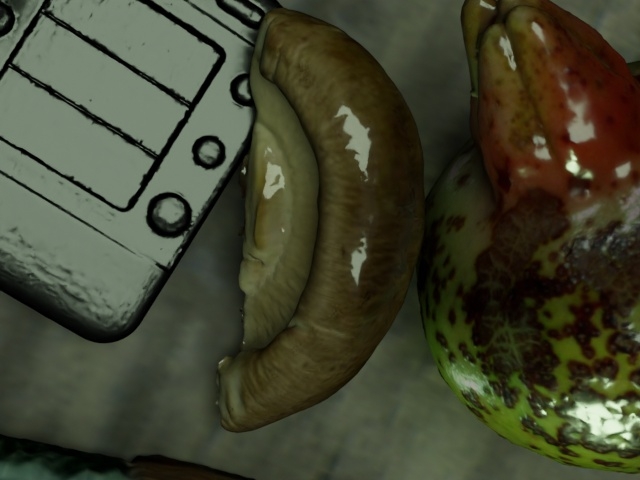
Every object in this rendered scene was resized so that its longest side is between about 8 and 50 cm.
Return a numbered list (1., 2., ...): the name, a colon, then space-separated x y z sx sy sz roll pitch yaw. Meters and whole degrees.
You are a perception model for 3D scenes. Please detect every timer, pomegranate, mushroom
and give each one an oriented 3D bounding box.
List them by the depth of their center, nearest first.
1. pomegranate: 0.132 -0.015 0.514 0.214 0.214 0.248 -40 123 -10
2. mushroom: 0.002 0.001 0.529 0.072 0.094 0.210 -4 108 -34
3. timer: -0.109 -0.061 0.544 0.144 0.055 0.187 32 88 -11

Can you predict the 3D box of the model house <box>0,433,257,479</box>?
1. model house: -0.064 0.191 0.444 0.253 0.291 0.184 18 82 -14
